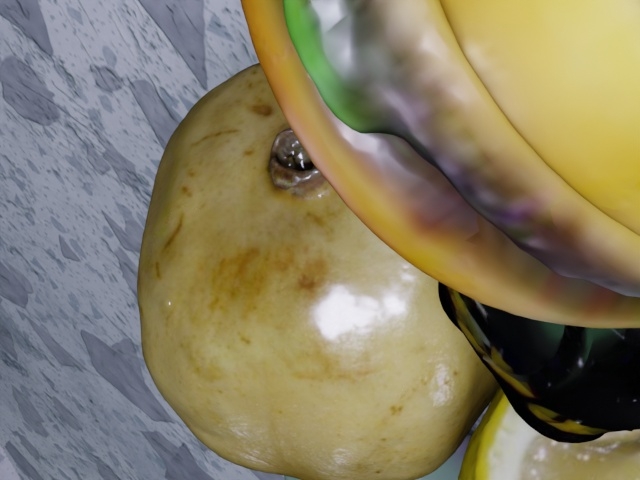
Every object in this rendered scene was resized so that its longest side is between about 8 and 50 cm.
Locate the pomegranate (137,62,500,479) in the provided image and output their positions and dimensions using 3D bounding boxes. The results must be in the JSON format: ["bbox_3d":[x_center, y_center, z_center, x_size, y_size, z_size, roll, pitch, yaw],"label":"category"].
[{"bbox_3d":[0.013,0.016,1.163,0.332,0.332,0.333,37,152,24],"label":"pomegranate"}]

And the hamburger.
[{"bbox_3d":[0.151,-0.138,0.696,0.396,0.396,0.277,53,150,-9],"label":"hamburger"}]

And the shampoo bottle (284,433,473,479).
[{"bbox_3d":[0.127,0.276,1.597,0.349,0.151,0.222,19,139,45],"label":"shampoo bottle"}]

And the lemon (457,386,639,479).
[{"bbox_3d":[0.265,0.222,1.103,0.364,0.364,0.364,37,152,24],"label":"lemon"}]

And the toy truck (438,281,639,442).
[{"bbox_3d":[0.151,-0.077,0.964,0.405,0.254,0.181,55,147,18],"label":"toy truck"}]
